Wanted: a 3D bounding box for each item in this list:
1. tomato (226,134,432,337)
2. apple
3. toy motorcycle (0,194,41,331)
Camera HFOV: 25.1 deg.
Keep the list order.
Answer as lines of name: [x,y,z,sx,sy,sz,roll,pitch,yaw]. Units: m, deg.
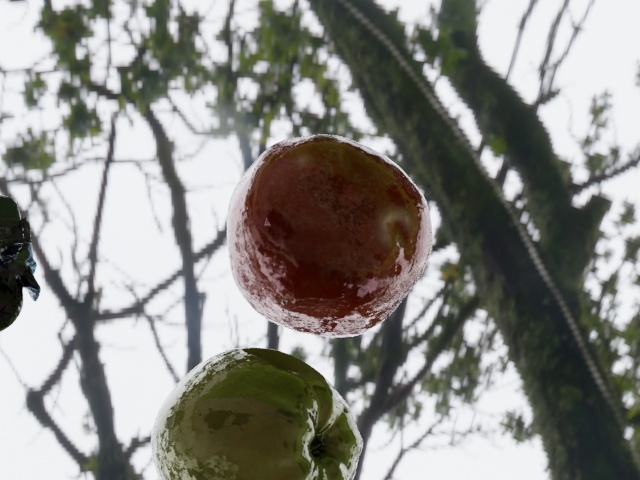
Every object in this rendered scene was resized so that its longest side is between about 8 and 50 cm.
tomato: [-0.001,0.003,1.550,0.232,0.232,0.188,26,-140,13]
apple: [-0.060,0.194,1.352,0.200,0.200,0.200,3,-127,-3]
toy motorcycle: [-0.363,0.000,1.140,0.272,0.123,0.182,2,-125,-25]
